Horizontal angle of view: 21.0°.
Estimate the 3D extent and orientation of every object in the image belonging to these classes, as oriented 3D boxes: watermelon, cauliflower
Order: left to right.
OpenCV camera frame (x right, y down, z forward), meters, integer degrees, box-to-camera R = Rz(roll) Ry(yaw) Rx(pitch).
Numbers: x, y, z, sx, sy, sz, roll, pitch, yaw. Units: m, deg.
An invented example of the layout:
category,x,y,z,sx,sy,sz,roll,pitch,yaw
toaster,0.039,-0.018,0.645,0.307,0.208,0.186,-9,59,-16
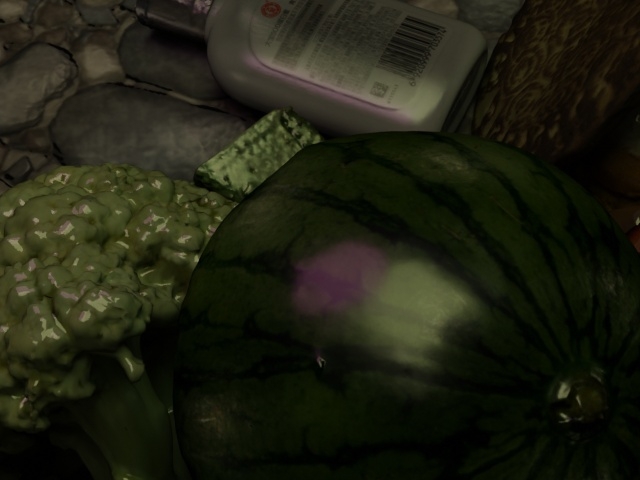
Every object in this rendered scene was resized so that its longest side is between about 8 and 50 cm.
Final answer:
category,x,y,z,sx,sy,sz,roll,pitch,yaw
cauliflower,-0.162,0.089,1.147,0.260,0.327,0.281,0,82,-4
watermelon,0.090,0.071,1.030,0.331,0.189,0.330,13,67,-34

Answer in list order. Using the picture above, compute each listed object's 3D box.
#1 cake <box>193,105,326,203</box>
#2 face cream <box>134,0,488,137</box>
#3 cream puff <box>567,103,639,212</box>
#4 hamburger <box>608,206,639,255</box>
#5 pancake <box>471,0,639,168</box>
category,x,y,z,sx,sy,sz,roll,pitch,yaw
cake,0.012,0.004,1.298,0.100,0.099,0.235,-39,63,-21
face cream,-0.016,-0.160,1.433,0.291,0.071,0.144,19,59,15
cream puff,0.263,-0.071,1.331,0.150,0.115,0.165,17,69,27
hamburger,0.281,0.078,1.203,0.262,0.138,0.243,1,59,16
pancake,0.211,-0.164,1.322,0.033,0.288,0.286,33,23,-16
